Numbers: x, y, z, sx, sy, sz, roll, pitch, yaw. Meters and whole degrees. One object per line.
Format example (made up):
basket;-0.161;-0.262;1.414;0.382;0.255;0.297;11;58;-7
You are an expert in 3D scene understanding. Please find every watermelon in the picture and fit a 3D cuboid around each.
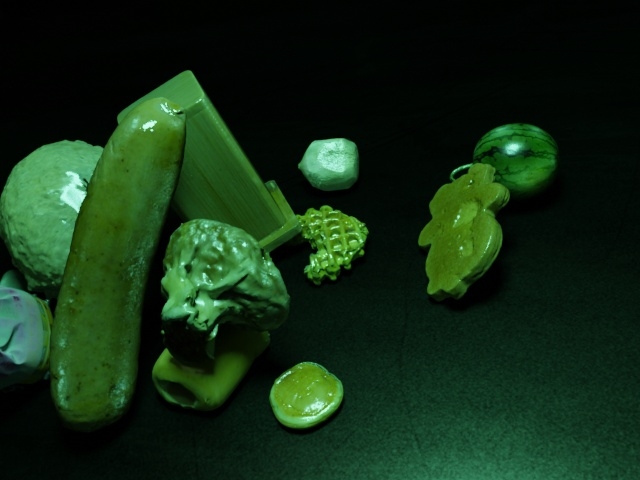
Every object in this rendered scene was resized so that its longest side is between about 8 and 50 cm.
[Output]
watermelon;0.321;-0.135;1.158;0.187;0.141;0.141;-2;39;18

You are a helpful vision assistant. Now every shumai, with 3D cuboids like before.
shumai;-0.157;0.075;0.919;0.209;0.161;0.153;38;50;11

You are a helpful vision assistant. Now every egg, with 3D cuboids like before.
egg;-0.470;-0.046;1.242;0.279;0.279;0.311;-8;55;10

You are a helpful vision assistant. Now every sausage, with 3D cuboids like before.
sausage;-0.302;0.034;0.961;0.136;0.501;0.123;12;0;15

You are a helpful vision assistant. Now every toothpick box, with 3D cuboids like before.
toothpick box;-0.197;-0.115;1.154;0.187;0.308;0.190;-32;37;0

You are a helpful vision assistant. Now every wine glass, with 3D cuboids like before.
wine glass;-0.570;0.126;1.215;0.066;0.066;0.198;-20;37;-5

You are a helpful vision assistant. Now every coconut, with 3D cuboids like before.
coconut;0.014;-0.155;1.320;0.124;0.110;0.110;-1;40;13

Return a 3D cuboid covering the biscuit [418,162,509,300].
biscuit;0.230;-0.014;1.060;0.184;0.035;0.249;-38;30;38

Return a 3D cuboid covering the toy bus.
toy bus;-0.624;0.182;1.037;0.386;0.162;0.171;-13;74;2

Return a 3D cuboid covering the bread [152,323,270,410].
bread;-0.169;0.168;0.998;0.134;0.085;0.173;10;44;30

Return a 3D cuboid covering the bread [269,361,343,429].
bread;-0.021;0.219;0.932;0.110;0.025;0.110;-11;37;8

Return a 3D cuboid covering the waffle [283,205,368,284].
waffle;-0.001;-0.003;1.182;0.149;0.051;0.194;-33;40;-22
